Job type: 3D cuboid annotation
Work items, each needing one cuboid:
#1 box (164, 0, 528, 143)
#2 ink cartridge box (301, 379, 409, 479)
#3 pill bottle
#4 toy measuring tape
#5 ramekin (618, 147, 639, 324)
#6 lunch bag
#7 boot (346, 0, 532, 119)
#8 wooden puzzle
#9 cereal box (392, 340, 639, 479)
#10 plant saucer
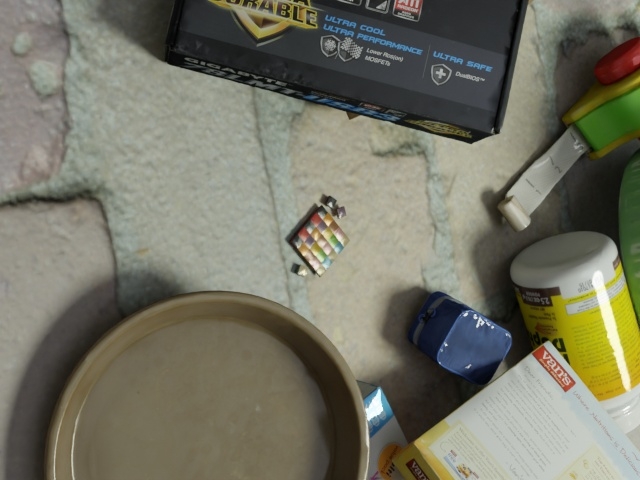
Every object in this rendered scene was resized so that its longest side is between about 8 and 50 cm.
[{"bbox_3d":[0.039,-0.261,0.897,0.295,0.073,0.293,14,87,-9],"label":"box"},{"bbox_3d":[0.041,0.238,1.005,0.104,0.061,0.181,-38,114,-28],"label":"ink cartridge box"},{"bbox_3d":[0.290,0.106,1.141,0.117,0.117,0.215,-30,109,-30],"label":"pill bottle"},{"bbox_3d":[0.326,-0.131,1.148,0.330,0.121,0.121,-44,116,-26],"label":"toy measuring tape"},{"bbox_3d":[0.460,0.008,1.190,0.303,0.148,0.303,18,67,-50],"label":"ramekin"},{"bbox_3d":[0.137,0.097,1.064,0.098,0.065,0.067,32,90,-34],"label":"lunch bag"},{"bbox_3d":[0.079,-0.268,0.979,0.283,0.109,0.220,-41,108,-14],"label":"boot"},{"bbox_3d":[0.000,0.000,0.994,0.083,0.006,0.049,-50,119,-22],"label":"wooden puzzle"},{"bbox_3d":[0.204,0.220,1.014,0.240,0.047,0.173,-25,73,-42],"label":"cereal box"},{"bbox_3d":[-0.093,0.180,0.879,0.278,0.041,0.278,0,90,-18],"label":"plant saucer"}]
